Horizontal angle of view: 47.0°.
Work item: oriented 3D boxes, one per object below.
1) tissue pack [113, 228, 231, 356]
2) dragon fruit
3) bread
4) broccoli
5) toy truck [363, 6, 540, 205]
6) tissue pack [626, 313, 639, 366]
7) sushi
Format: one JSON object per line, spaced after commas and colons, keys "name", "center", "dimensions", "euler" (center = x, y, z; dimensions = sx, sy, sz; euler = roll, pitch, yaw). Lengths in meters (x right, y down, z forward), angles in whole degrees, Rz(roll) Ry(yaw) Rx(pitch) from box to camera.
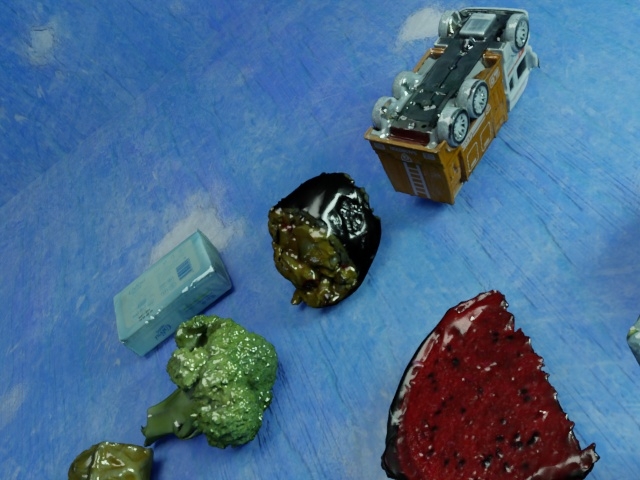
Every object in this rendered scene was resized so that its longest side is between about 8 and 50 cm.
{"name": "tissue pack", "center": [-0.331, 0.116, 1.633], "dimensions": [0.263, 0.089, 0.177], "euler": [-40, 37, 6]}
{"name": "dragon fruit", "center": [0.212, 0.251, 1.034], "dimensions": [0.282, 0.100, 0.343], "euler": [-32, 36, 15]}
{"name": "bread", "center": [-0.393, 0.491, 1.298], "dimensions": [0.152, 0.130, 0.267], "euler": [-13, 46, 20]}
{"name": "broccoli", "center": [-0.225, 0.244, 1.342], "dimensions": [0.302, 0.186, 0.254], "euler": [-4, 61, 30]}
{"name": "toy truck", "center": [0.262, -0.260, 1.392], "dimensions": [0.173, 0.207, 0.387], "euler": [18, 60, 36]}
{"name": "tissue pack", "center": [0.461, 0.180, 0.720], "dimensions": [0.128, 0.311, 0.228], "euler": [-47, 38, -7]}
{"name": "sushi", "center": [-0.003, 0.002, 1.394], "dimensions": [0.204, 0.213, 0.200], "euler": [-46, 13, -27]}
